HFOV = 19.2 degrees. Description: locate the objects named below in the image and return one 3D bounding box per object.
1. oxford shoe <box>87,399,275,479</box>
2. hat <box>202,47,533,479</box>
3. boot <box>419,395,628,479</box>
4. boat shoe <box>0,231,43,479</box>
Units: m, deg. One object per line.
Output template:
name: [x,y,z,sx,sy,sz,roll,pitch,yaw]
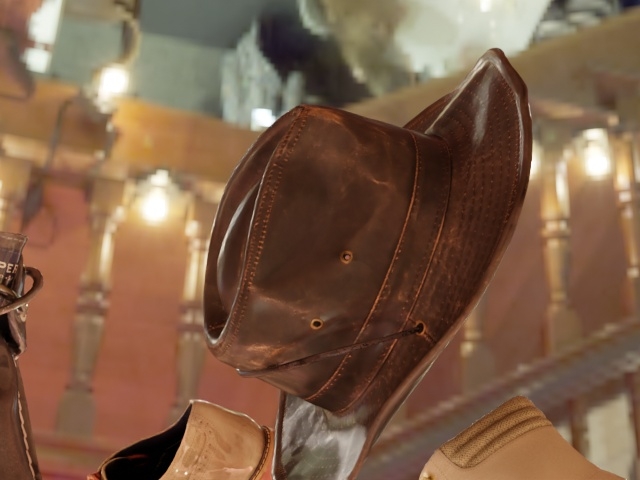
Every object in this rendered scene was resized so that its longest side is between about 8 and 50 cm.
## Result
oxford shoe: [-0.182,0.258,1.808,0.130,0.123,0.348,36,118,-24]
hat: [0.000,0.000,1.249,0.134,0.331,0.331,26,134,-14]
boot: [0.115,0.220,1.258,0.213,0.165,0.077,-48,140,-4]
boat shoe: [-0.144,0.010,0.706,0.076,0.228,0.080,-29,164,17]
